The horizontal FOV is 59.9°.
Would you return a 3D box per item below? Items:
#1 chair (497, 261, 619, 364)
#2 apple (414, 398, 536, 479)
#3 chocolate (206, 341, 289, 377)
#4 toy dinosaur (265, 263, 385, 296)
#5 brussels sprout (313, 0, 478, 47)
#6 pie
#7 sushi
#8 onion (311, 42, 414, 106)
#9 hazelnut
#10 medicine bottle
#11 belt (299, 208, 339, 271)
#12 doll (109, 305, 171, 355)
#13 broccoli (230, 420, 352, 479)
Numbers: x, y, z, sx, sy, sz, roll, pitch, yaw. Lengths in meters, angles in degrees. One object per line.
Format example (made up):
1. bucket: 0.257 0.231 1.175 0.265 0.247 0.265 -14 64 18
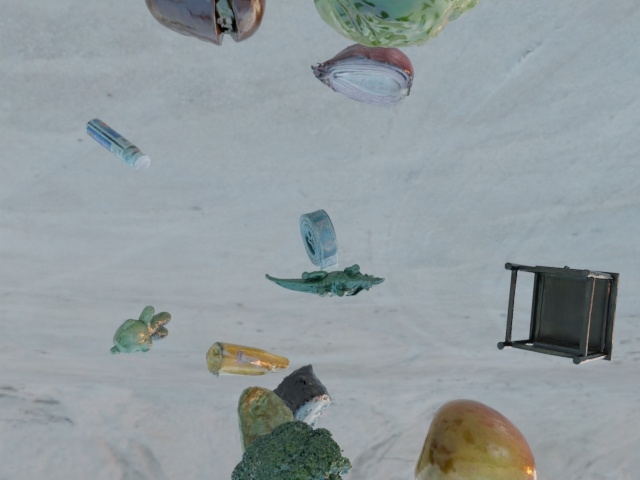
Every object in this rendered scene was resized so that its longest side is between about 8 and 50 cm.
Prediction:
1. chair: 0.408 0.117 0.919 0.141 0.155 0.260 5 179 42
2. apple: 0.386 0.553 1.383 0.275 0.299 0.299 14 168 19
3. chocolate: -0.171 0.296 1.373 0.219 0.086 0.085 14 158 -40
4. toy dinosaur: 0.012 0.103 1.358 0.291 0.079 0.120 1 169 -6
5. brussels sprout: 0.135 -0.455 0.939 0.344 0.268 0.344 15 159 6
6. pie: -0.132 0.492 1.389 0.090 0.248 0.201 -34 146 31
7. sushi: -0.130 0.597 1.937 0.348 0.207 0.234 -50 147 13
8. onion: 0.117 -0.473 1.518 0.283 0.120 0.227 10 164 -7
9. hazelnut: -0.240 -0.516 1.165 0.251 0.217 0.217 -6 164 -5
10. medicine bottle: -0.493 -0.232 1.349 0.191 0.051 0.051 36 175 21
11. belt: -0.001 -0.008 1.664 0.082 0.148 0.163 -17 129 -21
12. doll: -0.369 0.196 1.183 0.077 0.115 0.150 31 -160 17
13. broccoli: -0.056 0.494 1.095 0.261 0.269 0.242 -4 128 43
